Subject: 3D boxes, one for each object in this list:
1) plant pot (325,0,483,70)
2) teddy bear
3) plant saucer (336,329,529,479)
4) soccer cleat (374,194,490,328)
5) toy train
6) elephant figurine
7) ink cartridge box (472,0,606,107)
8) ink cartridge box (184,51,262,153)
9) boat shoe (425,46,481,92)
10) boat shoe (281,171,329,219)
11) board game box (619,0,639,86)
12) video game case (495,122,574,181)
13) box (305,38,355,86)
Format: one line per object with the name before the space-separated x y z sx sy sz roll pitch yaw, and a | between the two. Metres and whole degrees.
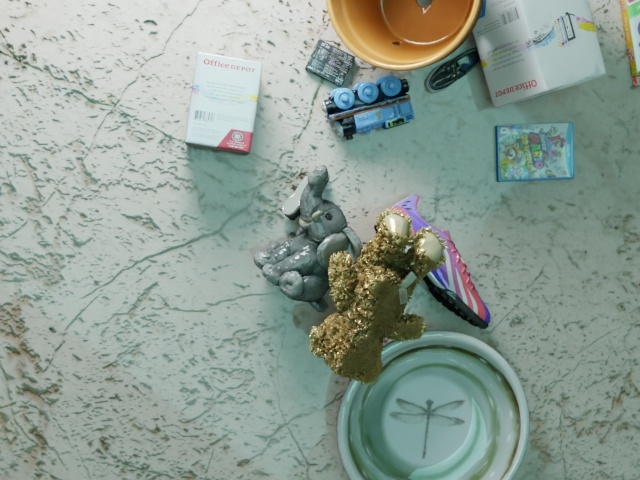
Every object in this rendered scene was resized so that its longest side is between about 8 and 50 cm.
plant pot | 0.177 -0.469 1.697 0.291 0.203 0.290 4 101 18
teddy bear | 0.108 0.102 1.717 0.245 0.113 0.337 10 99 -30
plant saucer | 0.226 0.377 1.840 0.401 0.100 0.400 0 93 -7
soccer cleat | 0.253 0.048 1.824 0.116 0.108 0.318 -45 95 -7
toy train | 0.098 -0.268 1.796 0.184 0.080 0.105 -17 101 -6
elephant figurine | 0.000 0.000 1.751 0.169 0.186 0.239 43 96 15
ink cartridge box | 0.424 -0.404 1.764 0.168 0.171 0.232 -19 96 -25
ink cartridge box | -0.188 -0.264 1.731 0.128 0.127 0.176 9 93 -7
boat shoe | 0.279 -0.355 1.831 0.142 0.040 0.049 -36 98 -4
boat shoe | -0.025 -0.092 1.809 0.046 0.038 0.125 35 81 33
board game box | 0.705 -0.464 1.886 0.124 0.039 0.259 -11 98 -6
video game case | 0.452 -0.186 1.877 0.166 0.015 0.119 -3 94 -8
box | 0.019 -0.360 1.808 0.083 0.018 0.067 24 90 -8
